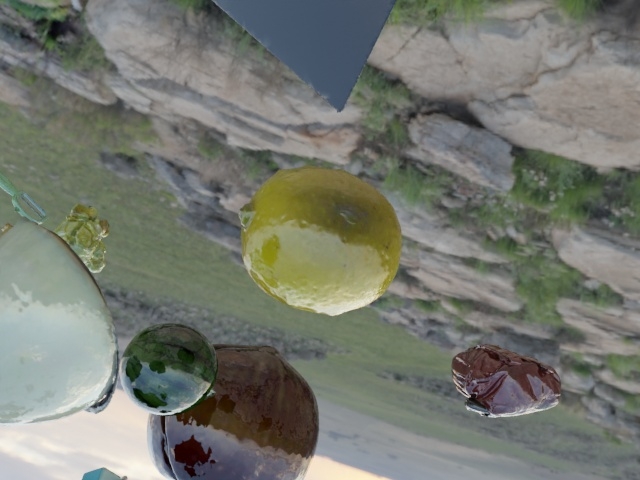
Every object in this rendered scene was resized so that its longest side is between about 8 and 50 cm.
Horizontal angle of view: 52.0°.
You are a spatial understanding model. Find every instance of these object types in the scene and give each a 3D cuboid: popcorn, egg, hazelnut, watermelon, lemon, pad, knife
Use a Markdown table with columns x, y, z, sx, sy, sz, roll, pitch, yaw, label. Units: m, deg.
| x | y | z | sx | sy | sz | roll | pitch | yaw | label |
| --- | --- | --- | --- | --- | --- | --- | --- | --- | --- |
| -0.559 | 0.001 | 1.505 | 0.136 | 0.162 | 0.141 | -5 | -168 | 16 | popcorn |
| -0.403 | 0.125 | 0.867 | 0.264 | 0.286 | 0.174 | 32 | -148 | 26 | egg |
| -0.220 | 0.467 | 1.639 | 0.430 | 0.401 | 0.402 | 26 | 161 | -23 | hazelnut |
| -0.293 | 0.264 | 1.322 | 0.215 | 0.188 | 0.188 | 36 | 157 | -19 | watermelon |
| 0.002 | 0.001 | 1.119 | 0.284 | 0.260 | 0.261 | -1 | 179 | -43 | lemon |
| -0.043 | -0.231 | 0.501 | 0.245 | 0.006 | 0.170 | 43 | 140 | 12 | pad |
| -0.594 | -0.108 | 1.211 | 0.015 | 0.054 | 0.212 | -32 | 108 | 24 | knife |

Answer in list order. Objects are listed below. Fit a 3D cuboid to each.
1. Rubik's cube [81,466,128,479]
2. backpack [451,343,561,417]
| x | y | z | sx | sy | sz | roll | pitch | yaw | label |
| --- | --- | --- | --- | --- | --- | --- | --- | --- | --- |
| -0.410 | 0.558 | 1.192 | 0.213 | 0.265 | 0.224 | -24 | 162 | 27 | Rubik's cube |
| 0.384 | 0.290 | 1.401 | 0.230 | 0.138 | 0.229 | 3 | -174 | 0 | backpack |
